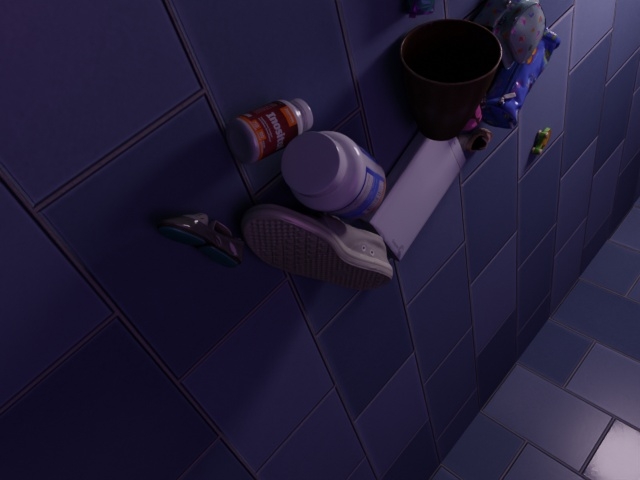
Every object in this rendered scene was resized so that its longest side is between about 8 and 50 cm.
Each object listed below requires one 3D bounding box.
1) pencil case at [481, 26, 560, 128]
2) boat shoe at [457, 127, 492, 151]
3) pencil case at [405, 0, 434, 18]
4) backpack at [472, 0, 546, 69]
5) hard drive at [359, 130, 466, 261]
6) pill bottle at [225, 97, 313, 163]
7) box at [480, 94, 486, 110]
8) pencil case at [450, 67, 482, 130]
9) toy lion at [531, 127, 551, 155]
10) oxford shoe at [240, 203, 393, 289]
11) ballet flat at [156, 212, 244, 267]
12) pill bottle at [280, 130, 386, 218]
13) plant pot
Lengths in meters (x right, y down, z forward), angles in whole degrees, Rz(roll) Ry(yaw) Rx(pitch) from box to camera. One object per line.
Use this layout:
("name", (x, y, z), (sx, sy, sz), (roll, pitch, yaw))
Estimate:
("pencil case", (0.559, -0.464, 1.581), (0.306, 0.119, 0.133), (-61, 165, -3))
("boat shoe", (0.459, -0.286, 1.627), (0.170, 0.059, 0.062), (-23, 128, -40))
("pencil case", (0.210, -0.551, 1.168), (0.070, 0.065, 0.151), (-47, 143, -44))
("backpack", (0.489, -0.556, 1.429), (0.166, 0.144, 0.188), (34, 83, -47))
("hard drive", (0.256, -0.140, 1.491), (0.353, 0.047, 0.233), (-55, 142, -9))
("pill bottle", (-0.089, -0.205, 1.017), (0.152, 0.086, 0.086), (-34, 135, -33))
("box", (0.424, -0.402, 1.508), (0.018, 0.067, 0.083), (-20, 134, -4))
("pencil case", (0.371, -0.391, 1.439), (0.098, 0.095, 0.209), (-60, 148, -31))
("toy lion", (0.801, -0.356, 2.010), (0.096, 0.034, 0.100), (-11, 120, -55))
("oxford shoe", (0.000, 0.000, 1.227), (0.449, 0.169, 0.130), (22, 54, -45))
("ballet flat", (-0.215, -0.013, 1.021), (0.213, 0.072, 0.068), (37, 55, -53))
("pill bottle", (0.026, -0.126, 1.089), (0.152, 0.152, 0.272), (-66, 160, 5))
("plant pot", (0.289, -0.348, 1.296), (0.215, 0.215, 0.230), (-45, 154, -21))
